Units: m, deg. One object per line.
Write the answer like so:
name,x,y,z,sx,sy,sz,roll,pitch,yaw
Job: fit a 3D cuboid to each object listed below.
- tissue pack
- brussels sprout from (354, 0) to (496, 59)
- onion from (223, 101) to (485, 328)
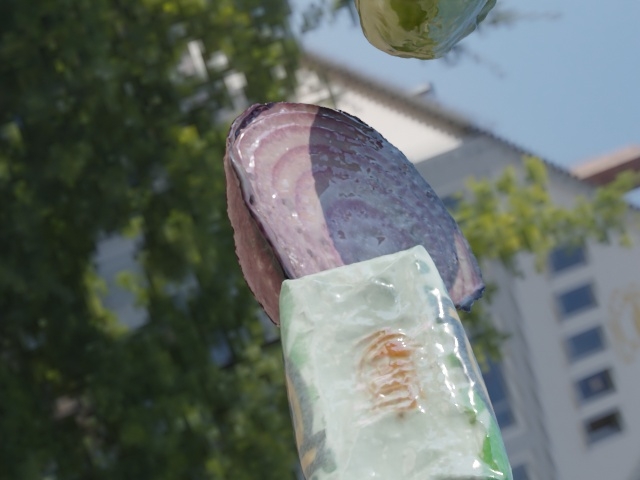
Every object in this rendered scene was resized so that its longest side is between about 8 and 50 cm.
tissue pack,0.067,0.192,1.212,0.228,0.128,0.311,-106,-179,-50
brussels sprout,0.095,-0.255,1.691,0.131,0.183,0.145,39,10,19
onion,0.000,0.000,1.619,0.247,0.250,0.111,56,-51,20
